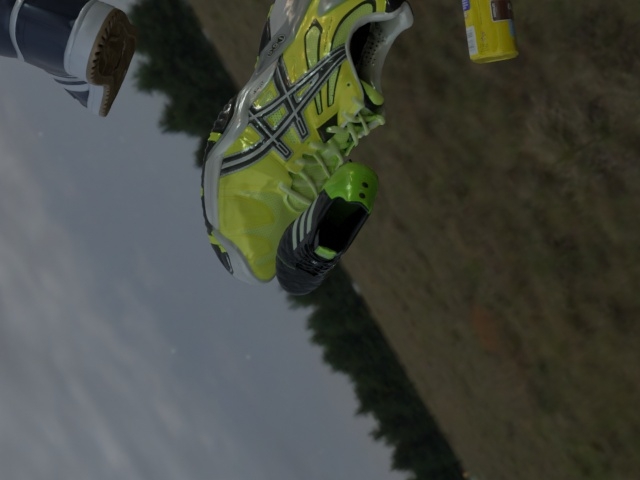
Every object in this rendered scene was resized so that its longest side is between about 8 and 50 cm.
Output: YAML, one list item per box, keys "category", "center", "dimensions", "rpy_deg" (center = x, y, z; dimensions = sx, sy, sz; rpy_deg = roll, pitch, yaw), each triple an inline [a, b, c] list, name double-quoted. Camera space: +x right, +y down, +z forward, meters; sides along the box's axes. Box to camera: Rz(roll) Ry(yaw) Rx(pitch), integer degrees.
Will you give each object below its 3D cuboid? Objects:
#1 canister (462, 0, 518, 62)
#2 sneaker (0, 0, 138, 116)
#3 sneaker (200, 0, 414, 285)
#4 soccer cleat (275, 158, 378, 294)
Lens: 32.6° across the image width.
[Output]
- category: "canister"
  center: [0.233, -0.339, 1.530]
  dimensions: [0.126, 0.073, 0.169]
  rpy_deg: [-25, -73, -76]
- category: "sneaker"
  center: [-0.274, -0.206, 1.104]
  dimensions: [0.153, 0.099, 0.282]
  rpy_deg: [21, 176, -5]
- category: "sneaker"
  center: [-0.016, -0.132, 1.232]
  dimensions: [0.147, 0.384, 0.145]
  rpy_deg: [14, 174, 35]
- category: "soccer cleat"
  center: [0.000, 0.000, 1.038]
  dimensions: [0.060, 0.179, 0.072]
  rpy_deg: [24, -139, -10]
